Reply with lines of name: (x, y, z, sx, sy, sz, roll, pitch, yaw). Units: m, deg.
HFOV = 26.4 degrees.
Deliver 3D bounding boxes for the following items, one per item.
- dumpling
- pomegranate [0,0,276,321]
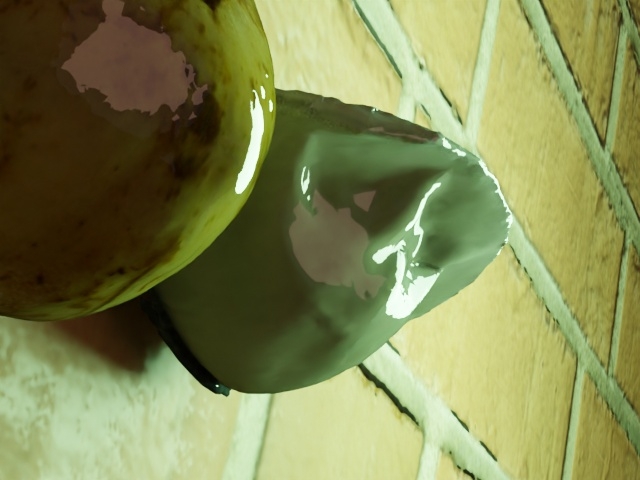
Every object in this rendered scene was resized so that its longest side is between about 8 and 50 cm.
dumpling: (-0.012, 0.013, 0.815, 0.163, 0.205, 0.293, -64, 155, -22)
pomegranate: (-0.131, -0.071, 0.582, 0.215, 0.215, 0.215, 1, 90, -65)
